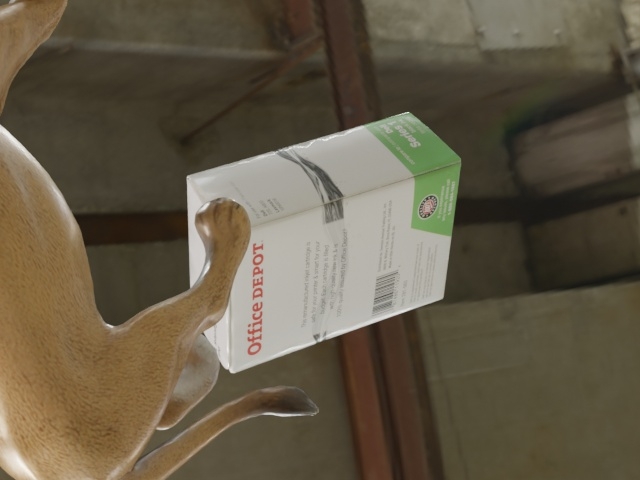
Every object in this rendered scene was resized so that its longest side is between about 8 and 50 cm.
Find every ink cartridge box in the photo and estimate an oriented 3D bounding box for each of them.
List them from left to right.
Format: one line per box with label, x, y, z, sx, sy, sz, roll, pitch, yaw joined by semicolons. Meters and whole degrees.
ink cartridge box;0.000;0.000;1.093;0.219;0.092;0.160;-17;-47;-23

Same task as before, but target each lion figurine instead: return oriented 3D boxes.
lion figurine;-0.161;0.014;0.626;0.392;0.142;0.240;48;-142;-13
